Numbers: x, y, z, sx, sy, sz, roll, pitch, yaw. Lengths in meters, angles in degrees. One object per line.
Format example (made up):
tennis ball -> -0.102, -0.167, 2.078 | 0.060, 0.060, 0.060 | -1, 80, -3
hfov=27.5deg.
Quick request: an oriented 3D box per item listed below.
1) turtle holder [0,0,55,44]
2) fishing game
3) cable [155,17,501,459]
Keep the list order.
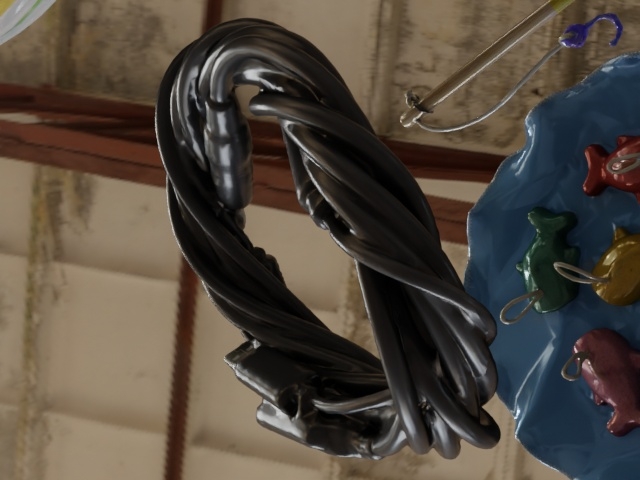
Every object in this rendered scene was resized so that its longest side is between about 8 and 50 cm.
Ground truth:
turtle holder -> -0.209, -0.173, 0.545 | 0.227, 0.320, 0.243 | -3, -63, 15
fishing game -> 0.128, 0.017, 0.506 | 0.189, 0.041, 0.264 | -32, -111, 37
cable -> 0.000, 0.000, 0.422 | 0.184, 0.047, 0.150 | 5, -68, 67
